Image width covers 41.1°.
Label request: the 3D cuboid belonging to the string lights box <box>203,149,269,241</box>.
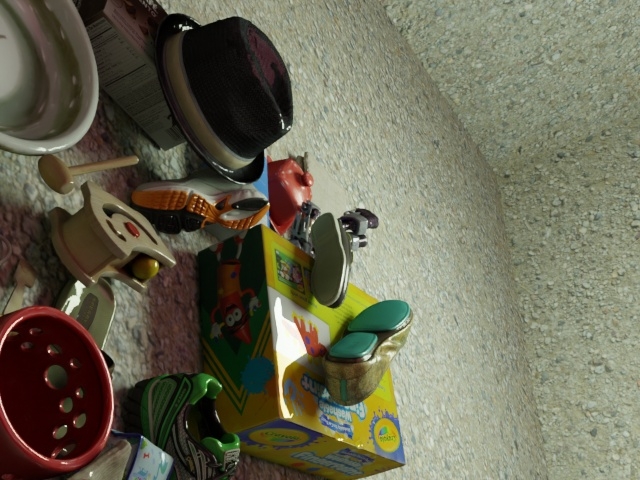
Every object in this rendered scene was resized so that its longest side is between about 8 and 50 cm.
[{"bbox_3d":[-0.171,-0.117,1.740,0.133,0.076,0.260,40,37,-47],"label":"string lights box"}]

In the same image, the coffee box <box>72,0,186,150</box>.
[{"bbox_3d":[-0.322,-0.331,1.550,0.297,0.119,0.168,48,31,-38],"label":"coffee box"}]

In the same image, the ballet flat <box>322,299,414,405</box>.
[{"bbox_3d":[0.091,0.209,1.594,0.123,0.123,0.348,66,24,-4],"label":"ballet flat"}]

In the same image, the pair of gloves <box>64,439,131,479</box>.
[{"bbox_3d":[-0.293,0.352,0.944,0.042,0.240,0.204,29,24,17],"label":"pair of gloves"}]

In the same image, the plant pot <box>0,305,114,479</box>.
[{"bbox_3d":[-0.361,0.189,0.981,0.191,0.174,0.191,44,34,-41],"label":"plant pot"}]

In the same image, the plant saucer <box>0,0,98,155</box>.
[{"bbox_3d":[-0.487,-0.292,1.204,0.400,0.100,0.400,44,34,-42],"label":"plant saucer"}]

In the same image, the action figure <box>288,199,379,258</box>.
[{"bbox_3d":[0.000,0.000,1.888,0.285,0.099,0.185,-14,128,-47],"label":"action figure"}]

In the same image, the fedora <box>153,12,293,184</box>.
[{"bbox_3d":[-0.148,-0.274,1.527,0.334,0.152,0.334,46,31,-39],"label":"fedora"}]

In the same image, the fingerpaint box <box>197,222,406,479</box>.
[{"bbox_3d":[-0.033,0.233,1.633,0.445,0.163,0.371,34,40,-50],"label":"fingerpaint box"}]

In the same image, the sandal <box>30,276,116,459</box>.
[{"bbox_3d":[-0.331,0.156,1.173,0.120,0.086,0.303,47,32,-39],"label":"sandal"}]

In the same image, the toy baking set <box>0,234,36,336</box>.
[{"bbox_3d":[-0.432,0.040,1.070,0.256,0.030,0.197,33,24,-55],"label":"toy baking set"}]

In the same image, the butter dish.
[{"bbox_3d":[-0.069,-0.117,1.899,0.160,0.118,0.160,61,25,-16],"label":"butter dish"}]

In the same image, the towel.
[{"bbox_3d":[0.001,-0.066,2.089,0.187,0.049,0.282,42,36,-42],"label":"towel"}]

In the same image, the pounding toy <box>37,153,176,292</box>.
[{"bbox_3d":[-0.291,-0.021,1.249,0.154,0.155,0.269,56,8,31],"label":"pounding toy"}]

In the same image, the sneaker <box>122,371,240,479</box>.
[{"bbox_3d":[-0.184,0.358,1.240,0.134,0.146,0.344,9,64,-62],"label":"sneaker"}]

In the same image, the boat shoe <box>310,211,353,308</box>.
[{"bbox_3d":[0.029,0.044,1.625,0.068,0.081,0.228,42,31,-35],"label":"boat shoe"}]

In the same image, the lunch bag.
[{"bbox_3d":[-0.267,0.337,1.130,0.129,0.096,0.151,66,38,-58],"label":"lunch bag"}]

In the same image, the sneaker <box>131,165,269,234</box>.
[{"bbox_3d":[-0.228,-0.083,1.550,0.262,0.099,0.121,2,40,-38],"label":"sneaker"}]
